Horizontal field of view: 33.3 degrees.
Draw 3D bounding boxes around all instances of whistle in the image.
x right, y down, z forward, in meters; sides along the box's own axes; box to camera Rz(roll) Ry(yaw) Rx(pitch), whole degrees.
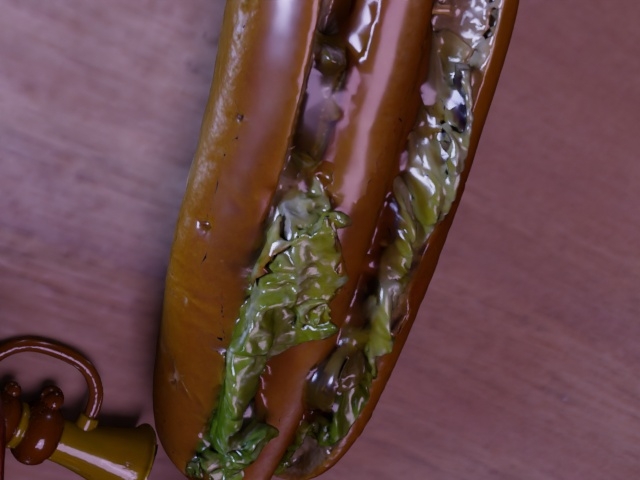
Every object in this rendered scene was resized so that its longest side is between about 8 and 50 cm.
[{"bbox_3d":[-0.133,0.091,0.541,0.109,0.046,0.057,33,117,-30],"label":"whistle"}]

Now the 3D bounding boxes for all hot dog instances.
[{"bbox_3d":[0.000,0.000,0.505,0.135,0.100,0.337,4,117,-27],"label":"hot dog"}]

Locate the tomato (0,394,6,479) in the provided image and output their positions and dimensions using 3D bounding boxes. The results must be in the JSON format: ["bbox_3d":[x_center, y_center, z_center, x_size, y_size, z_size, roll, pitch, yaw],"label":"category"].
[{"bbox_3d":[-0.248,0.093,0.456,0.236,0.095,0.237,-9,122,-15],"label":"tomato"}]
